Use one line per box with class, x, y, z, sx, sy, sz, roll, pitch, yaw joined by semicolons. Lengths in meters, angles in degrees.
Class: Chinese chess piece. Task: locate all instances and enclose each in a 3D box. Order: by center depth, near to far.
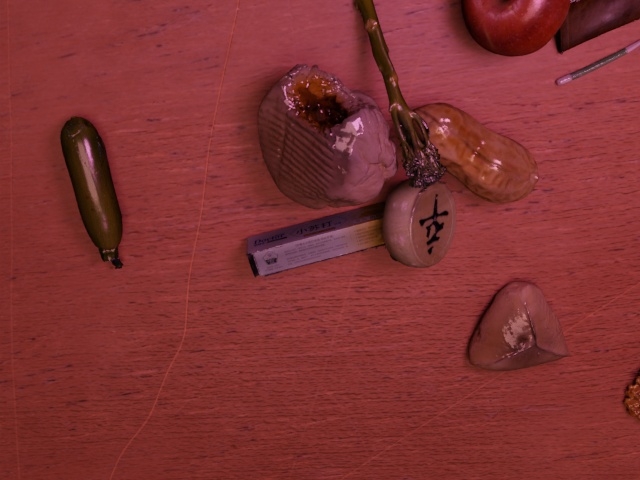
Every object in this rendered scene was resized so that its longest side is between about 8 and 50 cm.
Chinese chess piece;0.207;-0.037;1.439;0.083;0.188;0.188;8;118;41

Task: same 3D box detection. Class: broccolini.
broccolini;0.142;-0.283;1.336;0.079;0.074;0.392;-10;78;-29

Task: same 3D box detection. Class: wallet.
wallet;0.578;-0.457;1.347;0.255;0.031;0.137;-21;148;5

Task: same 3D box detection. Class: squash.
squash;-0.456;-0.089;1.427;0.087;0.087;0.331;-8;112;-1

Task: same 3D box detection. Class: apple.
apple;0.363;-0.443;1.301;0.201;0.162;0.201;6;100;36

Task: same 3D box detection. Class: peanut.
peanut;0.306;-0.177;1.407;0.305;0.147;0.147;31;105;-13

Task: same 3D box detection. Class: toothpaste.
toothpaste;0.000;0.000;1.486;0.313;0.089;0.071;-15;118;1

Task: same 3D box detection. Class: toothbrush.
toothbrush;0.599;-0.375;1.421;0.257;0.018;0.024;-25;116;5

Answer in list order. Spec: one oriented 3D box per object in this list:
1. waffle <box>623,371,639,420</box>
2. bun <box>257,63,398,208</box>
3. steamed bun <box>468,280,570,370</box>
waffle;0.829;0.368;1.700;0.191;0.038;0.191;-1;111;-2
bun;0.024;-0.191;1.351;0.205;0.281;0.281;-23;117;-38
steamed bun;0.448;0.203;1.580;0.231;0.110;0.212;-12;110;-2
